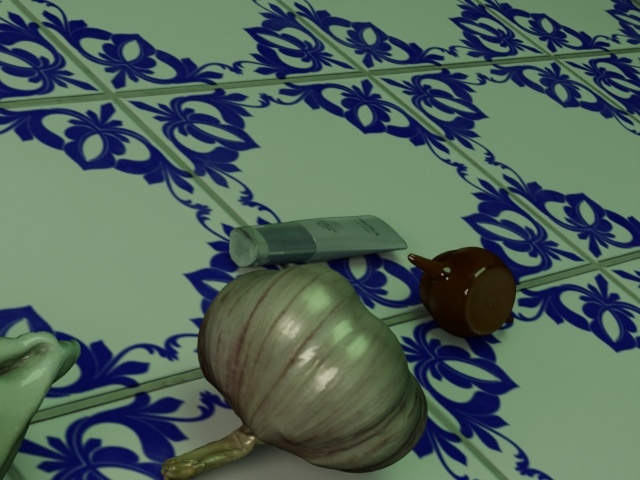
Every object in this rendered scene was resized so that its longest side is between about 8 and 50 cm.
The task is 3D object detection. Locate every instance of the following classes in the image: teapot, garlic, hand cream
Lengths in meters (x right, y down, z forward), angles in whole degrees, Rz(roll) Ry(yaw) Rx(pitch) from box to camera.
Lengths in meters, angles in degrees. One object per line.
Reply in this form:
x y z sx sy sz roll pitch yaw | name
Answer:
0.170 0.060 1.744 0.173 0.116 0.116 34 18 -42 | teapot
-0.045 0.153 1.380 0.253 0.245 0.245 -41 63 -19 | garlic
0.000 0.000 1.762 0.255 0.048 0.079 -7 41 -43 | hand cream

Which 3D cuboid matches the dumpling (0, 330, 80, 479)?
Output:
-0.367 0.122 1.160 0.320 0.212 0.270 20 26 -27 | dumpling
